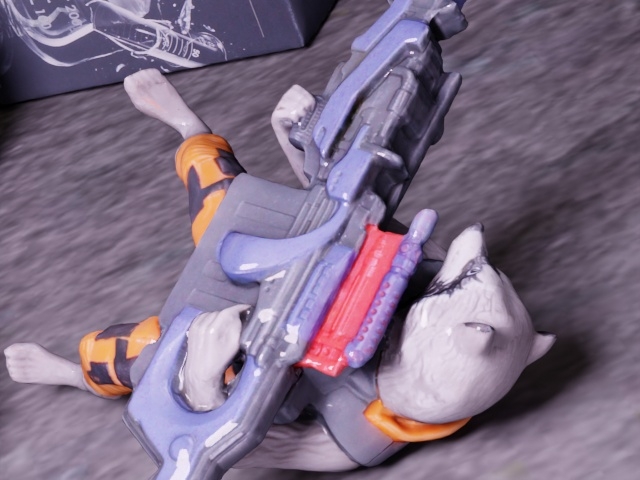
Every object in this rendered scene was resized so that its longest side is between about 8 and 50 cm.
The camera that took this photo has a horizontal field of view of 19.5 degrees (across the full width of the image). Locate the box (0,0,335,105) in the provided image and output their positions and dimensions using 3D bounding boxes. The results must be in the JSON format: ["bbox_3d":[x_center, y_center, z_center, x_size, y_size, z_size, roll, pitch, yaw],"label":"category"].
[{"bbox_3d":[-0.179,-0.318,1.532,0.312,0.343,0.179,-9,28,23],"label":"box"}]

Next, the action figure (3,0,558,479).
[{"bbox_3d":[0.000,0.000,1.025,0.330,0.178,0.341,21,73,46],"label":"action figure"}]
